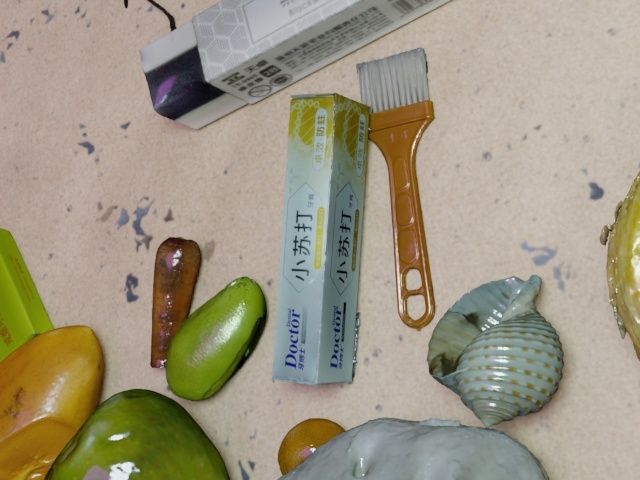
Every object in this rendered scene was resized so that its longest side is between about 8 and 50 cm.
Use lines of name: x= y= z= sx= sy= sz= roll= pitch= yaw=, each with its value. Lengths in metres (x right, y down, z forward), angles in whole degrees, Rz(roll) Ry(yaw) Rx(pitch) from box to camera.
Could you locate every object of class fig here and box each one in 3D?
fig: x=-0.167 y=0.305 z=1.126 sx=0.275 sy=0.206 sz=0.206 roll=35 pitch=102 yaw=4

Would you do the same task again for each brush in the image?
brush: x=0.091 y=-0.057 z=1.108 sx=0.090 sy=0.017 sz=0.315 roll=-11 pitch=78 yaw=29

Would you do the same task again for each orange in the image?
orange: x=-0.005 y=0.232 z=1.082 sx=0.085 sy=0.085 sz=0.085 roll=-5 pitch=80 yaw=30

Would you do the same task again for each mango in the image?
mango: x=-0.126 y=0.114 z=1.174 sx=0.091 sy=0.074 sz=0.165 roll=37 pitch=101 yaw=31
mango: x=-0.363 y=0.215 z=1.269 sx=0.252 sy=0.126 sz=0.154 roll=-56 pitch=40 yaw=1

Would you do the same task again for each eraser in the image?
eraser: x=-0.021 y=-0.256 z=1.157 sx=0.403 sy=0.098 sz=0.096 roll=-22 pitch=71 yaw=25

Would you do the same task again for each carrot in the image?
carrot: x=-0.181 y=0.076 z=1.229 sx=0.055 sy=0.055 sz=0.162 roll=11 pitch=95 yaw=31

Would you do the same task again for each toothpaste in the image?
toothpaste: x=0.000 y=0.000 z=1.101 sx=0.071 sy=0.089 sz=0.313 roll=2 pitch=86 yaw=31

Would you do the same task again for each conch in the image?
conch: x=0.173 y=0.114 z=0.979 sx=0.135 sy=0.153 sz=0.102 roll=-3 pitch=121 yaw=30

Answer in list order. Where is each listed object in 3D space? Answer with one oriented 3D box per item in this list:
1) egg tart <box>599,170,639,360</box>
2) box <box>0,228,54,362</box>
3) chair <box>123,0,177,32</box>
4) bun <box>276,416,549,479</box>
egg tart: x=0.405 y=0.015 z=0.851 sx=0.314 sy=0.120 sz=0.315 roll=-5 pitch=80 yaw=28
box: x=-0.526 y=0.155 z=1.420 sx=0.335 sy=0.047 sz=0.187 roll=-40 pitch=65 yaw=19
chair: x=-0.225 y=-0.401 z=1.264 sx=0.149 sy=0.174 sz=0.213 roll=-42 pitch=75 yaw=14
bun: x=0.078 y=0.328 z=0.918 sx=0.354 sy=0.194 sz=0.355 roll=-5 pitch=72 yaw=14
